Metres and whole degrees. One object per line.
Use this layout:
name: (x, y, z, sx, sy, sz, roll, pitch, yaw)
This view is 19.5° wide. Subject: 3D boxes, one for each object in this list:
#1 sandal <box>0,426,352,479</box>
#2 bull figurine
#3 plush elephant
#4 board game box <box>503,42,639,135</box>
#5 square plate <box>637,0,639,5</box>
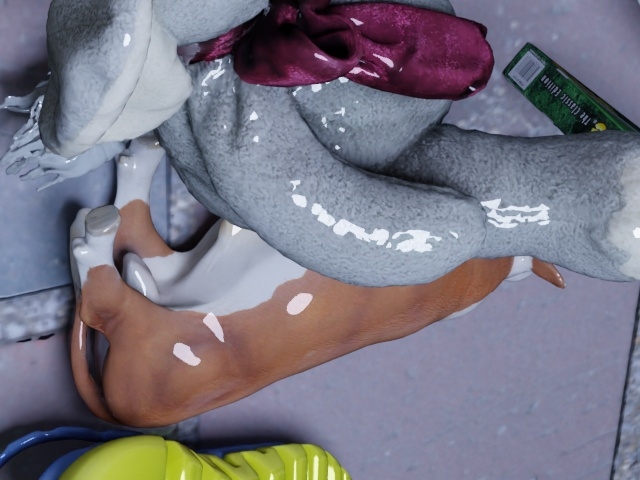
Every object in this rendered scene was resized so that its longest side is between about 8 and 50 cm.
sandal: (-0.087, 0.167, 1.104, 0.317, 0.138, 0.126, 29, 68, -54)
bull figurine: (0.000, 0.000, 1.041, 0.310, 0.101, 0.188, -26, 128, -12)
plush elephant: (-0.017, -0.124, 0.836, 0.330, 0.271, 0.255, -9, 155, 5)
board game box: (0.226, -0.022, 1.127, 0.260, 0.136, 0.030, 31, 107, -39)
square plate: (0.266, -0.273, 0.949, 0.344, 0.049, 0.347, -50, 145, -4)
